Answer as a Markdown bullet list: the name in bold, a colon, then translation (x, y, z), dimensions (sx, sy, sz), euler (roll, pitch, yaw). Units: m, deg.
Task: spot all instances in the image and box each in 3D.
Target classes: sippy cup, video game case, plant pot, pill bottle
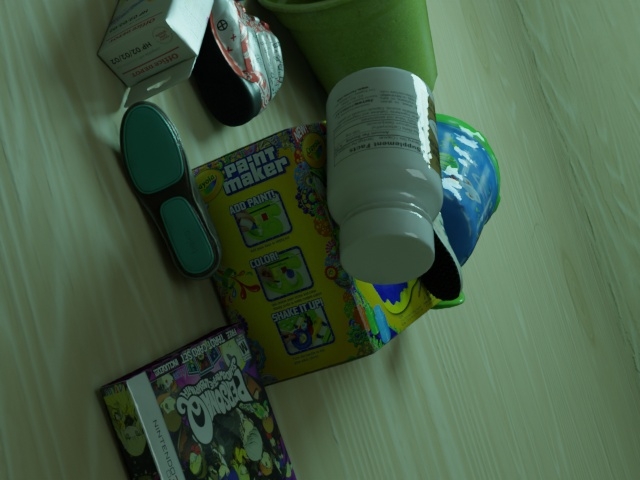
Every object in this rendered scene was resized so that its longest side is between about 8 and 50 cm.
- **sippy cup**: translation (0.156, -0.052, 1.507), dimensions (0.305, 0.240, 0.224), euler (39, 26, -8)
- **video game case**: translation (-0.120, 0.216, 1.057), dimensions (0.232, 0.042, 0.210), euler (-21, 93, -63)
- **plant pot**: translation (0.067, -0.335, 1.564), dimensions (0.276, 0.276, 0.254), euler (-77, 151, -47)
- **pill bottle**: translation (0.072, -0.072, 1.115), dimensions (0.131, 0.131, 0.229), euler (42, 38, -44)

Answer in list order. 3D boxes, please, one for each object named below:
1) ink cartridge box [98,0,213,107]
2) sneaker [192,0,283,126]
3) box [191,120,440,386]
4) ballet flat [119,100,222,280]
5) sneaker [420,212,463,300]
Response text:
- **ink cartridge box**: translation (-0.192, -0.249, 1.156), dimensions (0.061, 0.104, 0.181), euler (48, 35, -37)
- **sneaker**: translation (-0.136, -0.294, 1.311), dimensions (0.270, 0.090, 0.145), euler (66, 26, -16)
- **box**: translation (0.000, 0.000, 1.275), dimensions (0.290, 0.177, 0.279), euler (-26, 95, -63)
- **ballet flat**: translation (-0.172, -0.055, 1.130), dimensions (0.068, 0.072, 0.213), euler (-115, -177, -85)
- **sneaker**: translation (0.150, -0.002, 1.295), dimensions (0.161, 0.057, 0.075), euler (61, 33, -11)
